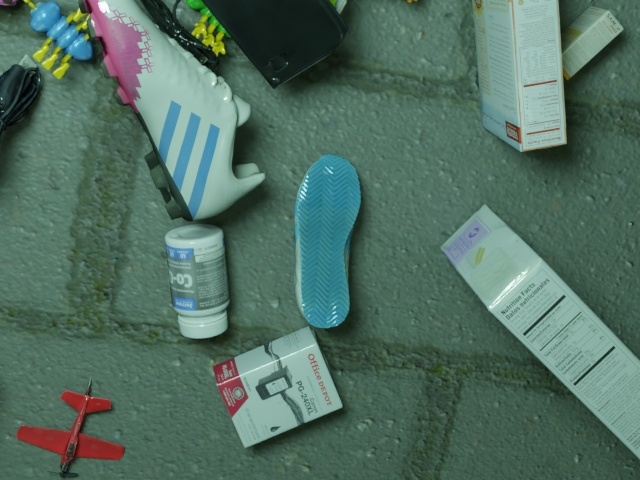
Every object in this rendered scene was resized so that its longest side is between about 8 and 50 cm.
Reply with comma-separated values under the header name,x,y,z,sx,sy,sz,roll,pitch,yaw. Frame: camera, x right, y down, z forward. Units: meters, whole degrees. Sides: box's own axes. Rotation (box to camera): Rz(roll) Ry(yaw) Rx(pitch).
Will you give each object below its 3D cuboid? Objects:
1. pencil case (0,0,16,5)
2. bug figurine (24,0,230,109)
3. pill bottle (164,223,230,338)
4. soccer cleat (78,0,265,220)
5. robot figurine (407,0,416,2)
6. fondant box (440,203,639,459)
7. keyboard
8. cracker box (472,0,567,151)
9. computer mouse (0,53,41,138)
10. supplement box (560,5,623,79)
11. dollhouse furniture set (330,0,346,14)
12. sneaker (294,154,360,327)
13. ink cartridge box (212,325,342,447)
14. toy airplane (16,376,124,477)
name,x,y,z,sx,sy,sz,roll,pitch,yaw
pencil case,-0.369,-0.377,1.340,0.098,0.095,0.209,10,108,-30
bug figurine,-0.211,-0.284,1.406,0.279,0.072,0.216,-43,116,0
pill bottle,-0.160,0.054,1.519,0.078,0.078,0.137,-7,108,-8
soccer cleat,-0.168,-0.177,1.358,0.143,0.116,0.331,-25,123,-5
robot figurine,0.017,-0.413,1.393,0.291,0.085,0.211,23,102,-20
fondant box,0.325,0.120,1.545,0.096,0.238,0.330,-43,110,6
keyboard,-0.129,-0.306,1.334,0.201,0.033,0.317,-29,117,22
cracker box,0.248,-0.243,1.459,0.067,0.156,0.232,-10,109,-8
computer mouse,-0.473,-0.206,1.345,0.272,0.188,0.072,30,144,-9
supplement box,0.341,-0.260,1.520,0.098,0.062,0.036,-42,109,5
dollhouse furniture set,-0.015,-0.283,1.383,0.076,0.059,0.152,15,133,-20
sneaker,0.000,0.000,1.532,0.087,0.092,0.229,7,87,-10
ink cartridge box,-0.058,0.201,1.593,0.150,0.063,0.109,-23,110,-2
toy airplane,-0.332,0.260,1.579,0.151,0.028,0.151,-4,109,-11
